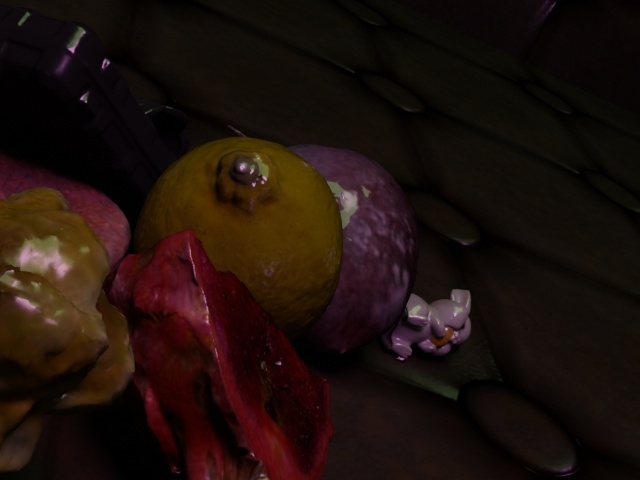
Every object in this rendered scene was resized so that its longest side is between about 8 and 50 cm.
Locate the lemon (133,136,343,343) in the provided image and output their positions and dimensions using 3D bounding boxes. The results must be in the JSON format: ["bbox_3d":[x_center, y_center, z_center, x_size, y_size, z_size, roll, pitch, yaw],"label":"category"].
[{"bbox_3d":[-0.068,0.002,0.984,0.184,0.248,0.184,7,53,-9],"label":"lemon"}]

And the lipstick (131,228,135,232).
[{"bbox_3d":[-0.190,-0.049,1.187,0.145,0.045,0.045,53,27,10],"label":"lipstick"}]

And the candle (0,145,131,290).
[{"bbox_3d":[-0.324,-0.014,0.916,0.317,0.131,0.287,26,26,-4],"label":"candle"}]

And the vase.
[{"bbox_3d":[-0.267,-0.161,1.318,0.237,0.115,0.115,38,25,29],"label":"vase"}]

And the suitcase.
[{"bbox_3d":[-0.240,-0.109,1.032,0.206,0.066,0.285,19,-21,23],"label":"suitcase"}]

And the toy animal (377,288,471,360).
[{"bbox_3d":[0.125,0.094,1.269,0.124,0.071,0.085,8,15,-25],"label":"toy animal"}]

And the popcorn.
[{"bbox_3d":[-0.255,0.046,0.682,0.276,0.276,0.225,21,-3,-18],"label":"popcorn"}]

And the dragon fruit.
[{"bbox_3d":[-0.086,0.141,0.857,0.262,0.134,0.212,56,15,-46],"label":"dragon fruit"}]

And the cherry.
[{"bbox_3d":[0.000,0.000,1.181,0.213,0.183,0.266,-3,57,-22],"label":"cherry"}]
